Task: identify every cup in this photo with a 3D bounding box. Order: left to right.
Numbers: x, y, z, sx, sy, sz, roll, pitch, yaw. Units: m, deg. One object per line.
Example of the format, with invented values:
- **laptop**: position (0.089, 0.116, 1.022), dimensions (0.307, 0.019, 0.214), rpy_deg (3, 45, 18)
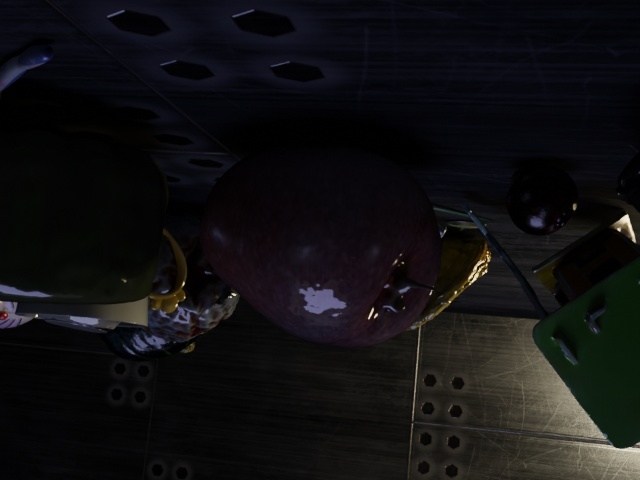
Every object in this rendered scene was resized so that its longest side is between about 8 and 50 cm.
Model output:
- **cup**: position (-0.306, 0.022, 1.232), dimensions (0.241, 0.226, 0.185), rpy_deg (9, 170, -30)

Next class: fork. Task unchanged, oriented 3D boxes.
- **fork**: position (0.172, -0.039, 1.206), dimensions (0.235, 0.021, 0.039), rpy_deg (12, 172, -37)

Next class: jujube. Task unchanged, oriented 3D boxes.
- **jujube**: position (-0.249, 0.066, 1.487), dimensions (0.226, 0.226, 0.317), rpy_deg (9, 173, -21)

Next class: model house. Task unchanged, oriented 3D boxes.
- **model house**: position (0.390, 0.014, 1.114), dimensions (0.300, 0.340, 0.323), rpy_deg (-36, -171, 11)

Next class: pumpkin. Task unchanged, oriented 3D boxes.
- **pumpkin**: position (-0.369, 0.162, 1.981), dimensions (0.315, 0.238, 0.315), rpy_deg (-22, -171, 4)

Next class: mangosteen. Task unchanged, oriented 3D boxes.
- **mangosteen**: position (0.242, -0.046, 0.937), dimensions (0.081, 0.081, 0.081), rpy_deg (5, 171, 1)

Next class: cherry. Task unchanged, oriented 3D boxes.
- **cherry**: position (0.000, 0.000, 0.941), dimensions (0.307, 0.221, 0.261), rpy_deg (16, 169, 30)

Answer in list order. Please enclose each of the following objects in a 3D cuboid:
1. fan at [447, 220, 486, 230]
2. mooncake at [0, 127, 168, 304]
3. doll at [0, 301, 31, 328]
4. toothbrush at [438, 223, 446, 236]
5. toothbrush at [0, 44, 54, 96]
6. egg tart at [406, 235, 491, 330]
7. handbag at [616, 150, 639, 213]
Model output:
- **fan**: position (0.221, -0.024, 1.330), dimensions (0.060, 0.003, 0.080), rpy_deg (11, 170, -27)
- **mooncake**: position (-0.349, -0.032, 0.949), dimensions (0.356, 0.194, 0.356), rpy_deg (2, 177, 0)
- **doll**: position (-0.632, 0.072, 1.790), dimensions (0.310, 0.240, 0.284), rpy_deg (-5, 137, -32)
- **toothbrush**: position (0.159, 0.004, 1.471), dimensions (0.037, 0.028, 0.375), rpy_deg (28, 170, -2)
- **toothbrush**: position (-0.302, -0.146, 0.801), dimensions (0.027, 0.021, 0.269), rpy_deg (5, 173, -35)
- **egg tart**: position (0.191, 0.060, 1.425), dimensions (0.090, 0.212, 0.212), rpy_deg (47, 167, -2)
- **handbag**: position (0.424, -0.033, 0.724), dimensions (0.342, 0.152, 0.288), rpy_deg (5, -177, 13)
